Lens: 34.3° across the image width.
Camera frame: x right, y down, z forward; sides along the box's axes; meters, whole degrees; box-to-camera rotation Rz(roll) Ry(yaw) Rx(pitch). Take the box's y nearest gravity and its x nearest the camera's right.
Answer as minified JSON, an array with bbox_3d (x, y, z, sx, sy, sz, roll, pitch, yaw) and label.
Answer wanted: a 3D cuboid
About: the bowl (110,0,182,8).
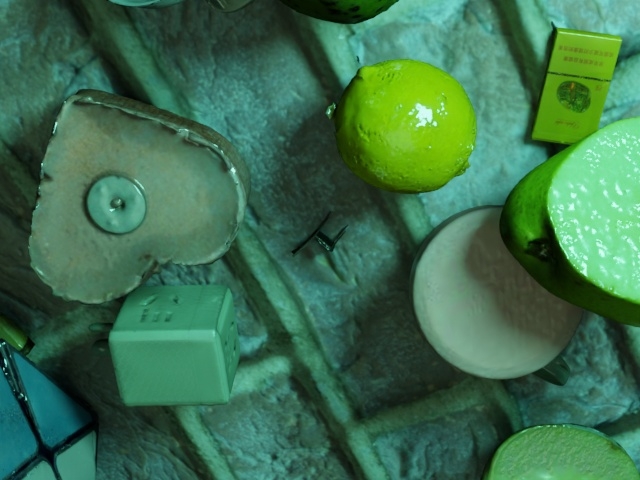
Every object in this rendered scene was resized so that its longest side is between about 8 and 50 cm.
[{"bbox_3d":[-0.188,-0.352,1.277,0.189,0.189,0.086,-21,155,16],"label":"bowl"}]

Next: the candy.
[{"bbox_3d":[0.247,0.078,1.452,0.255,0.094,0.255,0,94,0],"label":"candy"}]

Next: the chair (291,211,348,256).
[{"bbox_3d":[0.001,0.002,1.509,0.042,0.037,0.086,43,111,-6],"label":"chair"}]

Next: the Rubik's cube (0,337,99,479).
[{"bbox_3d":[-0.535,0.367,1.566,0.310,0.307,0.305,-19,139,13],"label":"Rubik's cube"}]

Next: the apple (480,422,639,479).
[{"bbox_3d":[0.384,0.368,1.643,0.265,0.120,0.193,19,106,-9],"label":"apple"}]

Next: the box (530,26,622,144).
[{"bbox_3d":[0.337,-0.201,1.374,0.087,0.023,0.155,7,120,-2],"label":"box"}]

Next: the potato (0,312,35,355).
[{"bbox_3d":[-0.511,0.142,1.615,0.096,0.066,0.103,-22,114,12],"label":"potato"}]

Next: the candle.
[{"bbox_3d":[-0.273,-0.077,1.441,0.317,0.131,0.287,-29,107,9],"label":"candle"}]

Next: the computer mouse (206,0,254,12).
[{"bbox_3d":[-0.105,-0.334,1.326,0.096,0.039,0.066,-29,113,28],"label":"computer mouse"}]

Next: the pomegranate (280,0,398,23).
[{"bbox_3d":[0.029,-0.382,1.182,0.270,0.254,0.254,-35,112,9],"label":"pomegranate"}]

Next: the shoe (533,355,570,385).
[{"bbox_3d":[0.302,0.138,1.553,0.195,0.079,0.078,39,73,-4],"label":"shoe"}]

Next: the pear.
[{"bbox_3d":[0.357,-0.006,1.333,0.292,0.292,0.159,22,154,-8],"label":"pear"}]

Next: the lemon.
[{"bbox_3d":[0.113,-0.144,1.340,0.206,0.173,0.173,23,119,-22],"label":"lemon"}]

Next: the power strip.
[{"bbox_3d":[-0.244,0.158,1.559,0.224,0.140,0.139,-2,121,5],"label":"power strip"}]
